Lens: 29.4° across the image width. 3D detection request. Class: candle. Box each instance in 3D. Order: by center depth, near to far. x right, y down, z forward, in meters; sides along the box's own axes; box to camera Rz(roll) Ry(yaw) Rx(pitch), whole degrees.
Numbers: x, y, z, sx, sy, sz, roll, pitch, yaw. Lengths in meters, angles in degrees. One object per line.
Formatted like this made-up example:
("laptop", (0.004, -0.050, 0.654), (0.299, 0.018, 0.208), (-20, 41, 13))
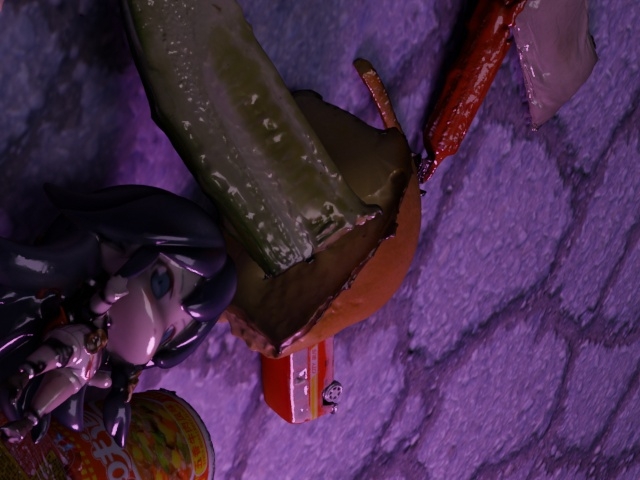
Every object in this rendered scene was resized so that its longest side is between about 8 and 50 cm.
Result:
("candle", (0.169, -0.191, 1.449), (0.059, 0.084, 0.301), (17, 106, -22))

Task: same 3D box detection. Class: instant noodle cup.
("instant noodle cup", (-0.213, 0.223, 1.147), (0.212, 0.193, 0.193), (-13, 121, -55))

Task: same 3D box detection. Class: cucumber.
("cucumber", (-0.088, -0.122, 1.076), (0.145, 0.105, 0.325), (-36, 103, -23))

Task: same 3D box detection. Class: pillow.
("pillow", (0.307, -0.265, 1.581), (0.148, 0.050, 0.229), (-43, 139, -16))

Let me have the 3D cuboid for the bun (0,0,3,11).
("bun", (-0.288, -0.216, 0.805), (0.220, 0.134, 0.220), (-31, 131, -43))

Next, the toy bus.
("toy bus", (-0.026, 0.125, 1.389), (0.077, 0.079, 0.174), (-22, 127, -30))

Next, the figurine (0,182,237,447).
("figurine", (-0.195, 0.052, 1.026), (0.265, 0.197, 0.175), (-13, 146, -44))

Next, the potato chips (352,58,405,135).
("potato chips", (0.077, -0.131, 1.399), (0.037, 0.026, 0.204), (-36, 138, -13))

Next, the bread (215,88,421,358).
("bread", (0.000, 0.000, 1.237), (0.262, 0.204, 0.162), (-56, 140, -5))
